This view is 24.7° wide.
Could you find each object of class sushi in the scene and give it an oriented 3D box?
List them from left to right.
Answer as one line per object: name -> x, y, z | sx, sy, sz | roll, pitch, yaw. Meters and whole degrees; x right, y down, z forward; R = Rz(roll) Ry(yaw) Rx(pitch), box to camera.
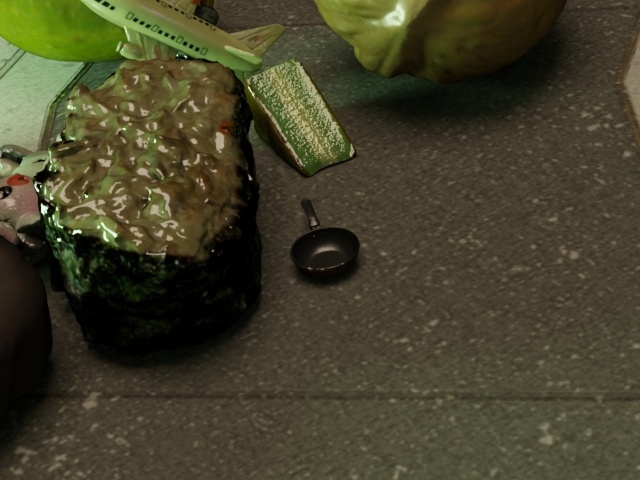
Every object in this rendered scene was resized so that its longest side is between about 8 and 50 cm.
sushi -> -0.160, -0.049, 1.423 | 0.210, 0.171, 0.350 | -3, 38, 7

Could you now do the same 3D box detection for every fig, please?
fig -> -0.281, -0.337, 1.772 | 0.326, 0.258, 0.258 | 20, 45, 16

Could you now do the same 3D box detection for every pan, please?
pan -> 0.000, 0.000, 1.438 | 0.068, 0.023, 0.115 | -15, 40, -5

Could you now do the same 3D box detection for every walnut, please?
walnut -> 0.129, -0.320, 1.622 | 0.332, 0.333, 0.333 | -7, 37, 5

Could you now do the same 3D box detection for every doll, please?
doll -> -0.309, -0.034, 1.504 | 0.149, 0.095, 0.192 | -10, 32, 31

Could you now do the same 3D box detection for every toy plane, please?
toy plane -> -0.168, -0.239, 1.647 | 0.244, 0.229, 0.092 | 22, -6, -10

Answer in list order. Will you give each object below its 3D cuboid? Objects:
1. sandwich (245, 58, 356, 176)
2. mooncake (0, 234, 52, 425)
sandwich -> -0.021, -0.134, 1.579 | 0.074, 0.074, 0.116 | -25, 39, -18
mooncake -> -0.385, 0.093, 1.317 | 0.283, 0.141, 0.283 | 1, 39, -1
